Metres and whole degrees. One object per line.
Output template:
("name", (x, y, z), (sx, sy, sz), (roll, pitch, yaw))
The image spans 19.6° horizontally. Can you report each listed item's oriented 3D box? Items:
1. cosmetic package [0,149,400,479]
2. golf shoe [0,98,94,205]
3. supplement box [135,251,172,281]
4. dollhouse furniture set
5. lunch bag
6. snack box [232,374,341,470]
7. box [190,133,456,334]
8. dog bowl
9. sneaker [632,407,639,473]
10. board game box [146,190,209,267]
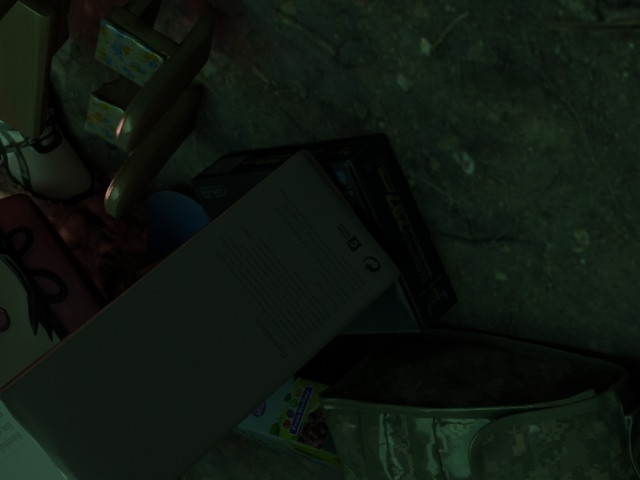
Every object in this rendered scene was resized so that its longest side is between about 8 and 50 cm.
("cosmetic package", (-0.136, 0.109, 1.630), (0.156, 0.385, 0.217), (52, 144, -2))
("golf shoe", (-0.313, -0.123, 1.983), (0.198, 0.077, 0.094), (45, 142, 7))
("supplement box", (-0.143, 0.054, 1.912), (0.083, 0.055, 0.043), (27, 133, 36))
("dollhouse furniture set", (-0.311, -0.200, 1.662), (0.362, 0.256, 0.394), (33, 151, 6))
("lunch bag", (0.172, 0.221, 1.689), (0.287, 0.169, 0.235), (2, 118, 36))
("snack box", (-0.015, 0.181, 1.855), (0.207, 0.070, 0.174), (13, 167, 42))
("box", (0.000, 0.000, 1.770), (0.233, 0.059, 0.183), (-3, 119, 47))
("dog bowl", (-0.278, 0.126, 1.967), (0.408, 0.150, 0.408), (54, 175, 7))
("sneaker", (0.369, 0.158, 1.507), (0.228, 0.130, 0.087), (14, 131, 2))
("board game box", (-0.126, 0.019, 1.943), (0.133, 0.033, 0.168), (32, 134, 32))
